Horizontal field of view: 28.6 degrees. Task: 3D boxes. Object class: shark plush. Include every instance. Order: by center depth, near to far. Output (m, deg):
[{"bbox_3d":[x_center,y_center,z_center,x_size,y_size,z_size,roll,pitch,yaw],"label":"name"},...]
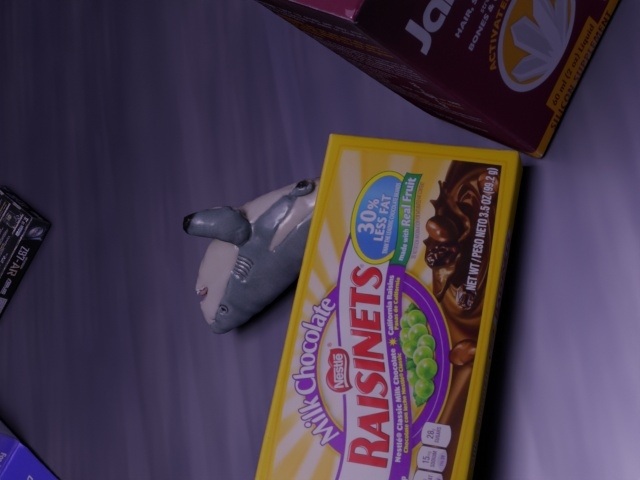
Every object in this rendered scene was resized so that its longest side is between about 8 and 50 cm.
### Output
[{"bbox_3d":[0.000,0.000,0.718,0.161,0.073,0.067,-18,84,9],"label":"shark plush"}]

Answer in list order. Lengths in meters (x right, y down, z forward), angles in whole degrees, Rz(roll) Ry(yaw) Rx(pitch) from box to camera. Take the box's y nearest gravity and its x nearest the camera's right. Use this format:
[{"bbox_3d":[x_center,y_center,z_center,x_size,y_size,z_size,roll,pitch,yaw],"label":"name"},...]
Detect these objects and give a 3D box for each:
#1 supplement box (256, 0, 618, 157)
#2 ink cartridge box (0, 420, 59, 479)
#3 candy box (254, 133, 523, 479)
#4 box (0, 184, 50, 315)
[{"bbox_3d":[0.059,-0.124,0.606,0.081,0.188,0.104,27,92,38],"label":"supplement box"},{"bbox_3d":[-0.293,0.190,0.858,0.208,0.045,0.206,34,96,37],"label":"ink cartridge box"},{"bbox_3d":[0.035,0.047,0.638,0.105,0.027,0.206,6,72,17],"label":"candy box"},{"bbox_3d":[-0.234,0.008,0.888,0.067,0.018,0.083,33,96,39],"label":"box"}]
